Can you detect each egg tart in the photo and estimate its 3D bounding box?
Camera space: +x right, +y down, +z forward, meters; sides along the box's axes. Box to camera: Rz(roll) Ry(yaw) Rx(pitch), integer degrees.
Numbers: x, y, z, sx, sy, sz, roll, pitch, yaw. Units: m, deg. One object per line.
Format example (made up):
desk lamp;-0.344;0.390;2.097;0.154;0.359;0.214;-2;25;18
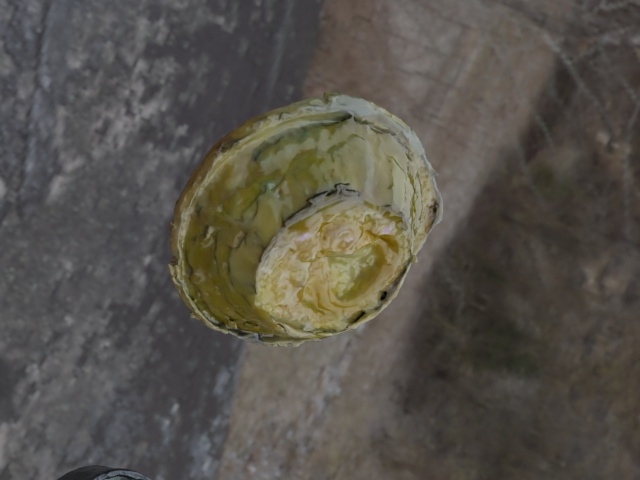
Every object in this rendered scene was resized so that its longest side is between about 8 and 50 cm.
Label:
egg tart;0.000;0.000;1.297;0.315;0.120;0.315;-14;127;-19

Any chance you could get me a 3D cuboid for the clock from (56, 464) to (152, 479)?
clock;-0.177;0.280;1.047;0.184;0.040;0.184;17;69;-55
